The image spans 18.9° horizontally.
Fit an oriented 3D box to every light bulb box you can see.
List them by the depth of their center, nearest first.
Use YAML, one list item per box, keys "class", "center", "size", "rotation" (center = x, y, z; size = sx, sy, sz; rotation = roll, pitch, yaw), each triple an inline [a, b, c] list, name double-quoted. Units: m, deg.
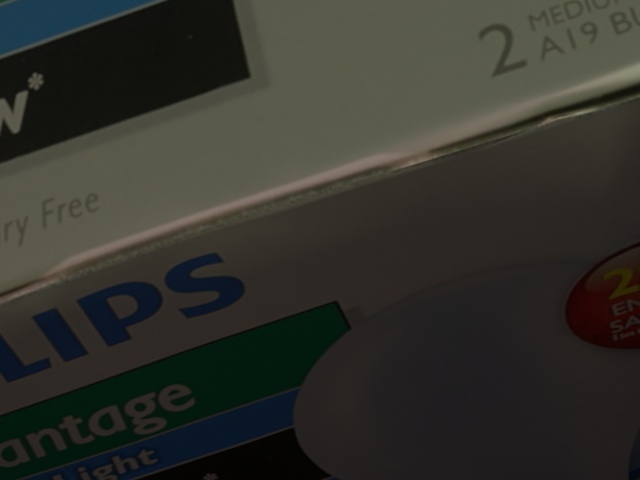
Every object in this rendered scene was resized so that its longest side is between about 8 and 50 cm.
- class: "light bulb box"
  center: [0.000, 0.000, 0.760]
  size: [0.358, 0.361, 0.225]
  rotation: [-18, 55, 7]
